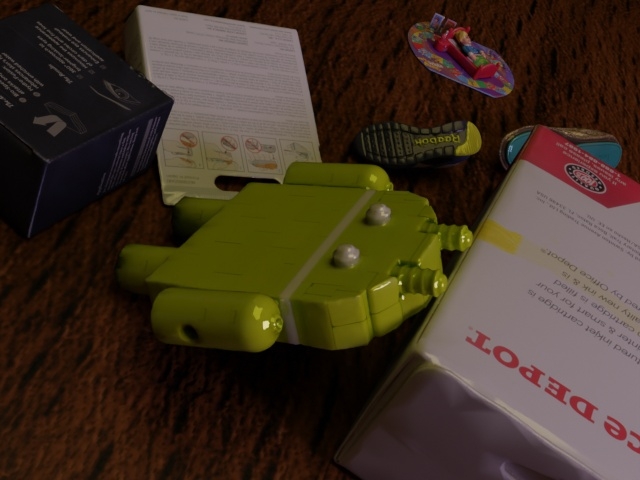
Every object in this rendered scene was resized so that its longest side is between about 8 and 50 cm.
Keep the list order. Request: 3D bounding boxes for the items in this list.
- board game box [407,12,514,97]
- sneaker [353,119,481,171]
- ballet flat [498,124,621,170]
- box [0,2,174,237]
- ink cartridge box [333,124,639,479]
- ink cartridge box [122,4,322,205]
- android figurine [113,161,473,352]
[{"bbox_3d":[0.205,-0.266,1.215,0.168,0.033,0.133,21,41,-9],"label":"board game box"},{"bbox_3d":[0.107,-0.103,0.983,0.144,0.059,0.053,-1,79,-10],"label":"sneaker"},{"bbox_3d":[0.288,-0.113,1.095,0.206,0.073,0.067,2,20,-32],"label":"ballet flat"},{"bbox_3d":[-0.243,-0.109,0.751,0.156,0.093,0.158,38,40,10],"label":"box"},{"bbox_3d":[0.223,0.102,0.750,0.279,0.160,0.385,34,41,6],"label":"ink cartridge box"},{"bbox_3d":[-0.098,-0.127,0.902,0.189,0.066,0.232,2,69,-29],"label":"ink cartridge box"},{"bbox_3d":[-0.020,0.009,0.681,0.272,0.056,0.248,5,32,29],"label":"android figurine"}]
